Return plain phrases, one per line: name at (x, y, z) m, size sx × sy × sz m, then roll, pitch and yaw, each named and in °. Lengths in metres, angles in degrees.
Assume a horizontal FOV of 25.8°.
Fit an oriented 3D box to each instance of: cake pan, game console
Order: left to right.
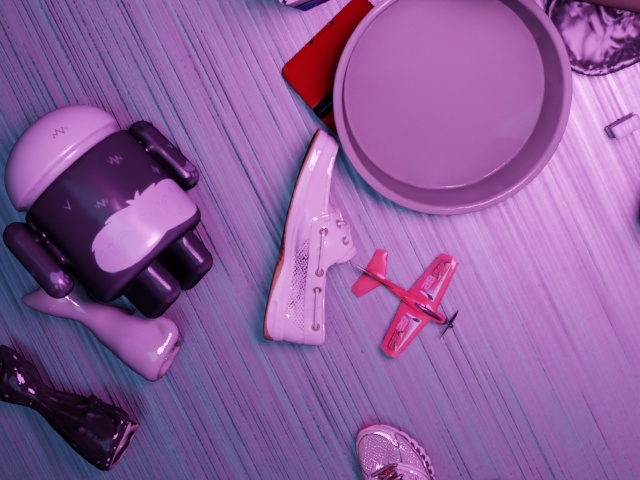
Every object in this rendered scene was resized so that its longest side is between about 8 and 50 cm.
game console at (0.048, -0.208, 1.750) m, size 0.144 × 0.085 × 0.124 m, roll -43°, pitch 123°, yaw 8°
cake pan at (0.157, -0.178, 1.694) m, size 0.293 × 0.054 × 0.293 m, roll -2°, pitch 106°, yaw -7°

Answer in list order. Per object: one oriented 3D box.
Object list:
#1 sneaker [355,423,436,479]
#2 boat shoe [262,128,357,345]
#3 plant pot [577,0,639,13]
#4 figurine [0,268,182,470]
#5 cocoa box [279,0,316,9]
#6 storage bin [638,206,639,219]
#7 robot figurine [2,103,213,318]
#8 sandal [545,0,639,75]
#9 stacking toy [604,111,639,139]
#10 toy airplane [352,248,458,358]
sneaker at (0.111, 0.332, 1.759) m, size 0.088 × 0.093 × 0.225 m, roll -32°, pitch 77°, yaw 14°
boat shoe at (0.000, 0.000, 1.741) m, size 0.096 × 0.098 × 0.277 m, roll 13°, pitch 107°, yaw 2°
plant pot at (0.343, -0.381, 1.520) m, size 0.280 × 0.323 × 0.323 m, roll 27°, pitch 98°, yaw 11°
figurine at (-0.309, 0.152, 1.789) m, size 0.209 × 0.092 × 0.215 m, roll 29°, pitch 97°, yaw 4°
cocoa box at (0.000, -0.467, 1.612) m, size 0.231 × 0.228 × 0.347 m, roll -24°, pitch 95°, yaw 7°
storage bin at (0.462, -0.083, 1.650) m, size 0.122 × 0.084 × 0.180 m, roll 15°, pitch 98°, yaw -1°
robot figurine at (-0.261, -0.036, 1.716) m, size 0.278 × 0.209 × 0.173 m, roll 47°, pitch 113°, yaw 0°
sandal at (0.480, -0.331, 1.654) m, size 0.446 × 0.107 × 0.167 m, roll -32°, pitch 93°, yaw 8°
stacking toy at (0.479, -0.112, 1.714) m, size 0.221 × 0.052 × 0.167 m, roll -28°, pitch 96°, yaw 5°
toy airplane at (0.104, 0.070, 1.772) m, size 0.151 × 0.028 × 0.151 m, roll 0°, pitch 96°, yaw 4°
